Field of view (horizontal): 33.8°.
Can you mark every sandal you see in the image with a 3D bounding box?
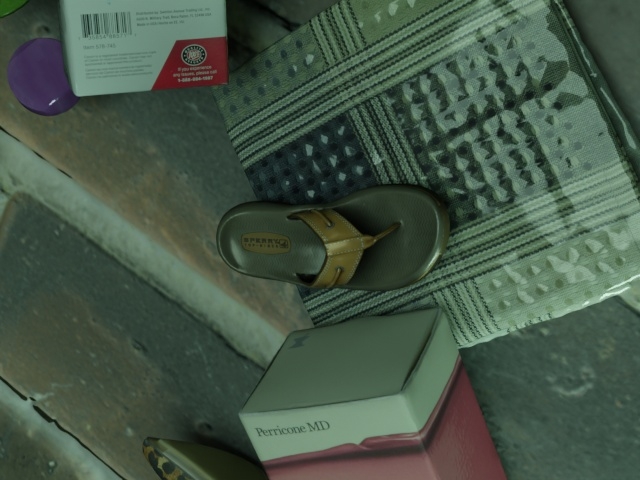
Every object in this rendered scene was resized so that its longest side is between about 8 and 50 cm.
[{"bbox_3d":[0.000,0.000,0.867,0.219,0.060,0.090,2,102,27],"label":"sandal"}]

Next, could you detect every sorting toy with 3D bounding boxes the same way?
[{"bbox_3d":[-0.327,-0.276,0.986,0.127,0.126,0.365,-30,93,-10],"label":"sorting toy"}]

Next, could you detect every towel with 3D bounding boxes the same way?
[{"bbox_3d":[0.092,-0.062,0.873,0.324,0.056,0.312,-25,89,30],"label":"towel"}]

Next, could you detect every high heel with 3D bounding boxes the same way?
[{"bbox_3d":[-0.090,0.315,1.012,0.261,0.093,0.186,31,107,6],"label":"high heel"}]

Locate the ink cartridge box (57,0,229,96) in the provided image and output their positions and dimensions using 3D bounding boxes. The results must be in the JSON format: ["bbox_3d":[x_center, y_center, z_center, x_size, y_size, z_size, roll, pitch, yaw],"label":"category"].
[{"bbox_3d":[-0.152,-0.220,0.865,0.128,0.127,0.176,-6,111,-15],"label":"ink cartridge box"}]

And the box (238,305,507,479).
[{"bbox_3d":[0.057,0.191,0.869,0.148,0.127,0.232,-12,113,27],"label":"box"}]
